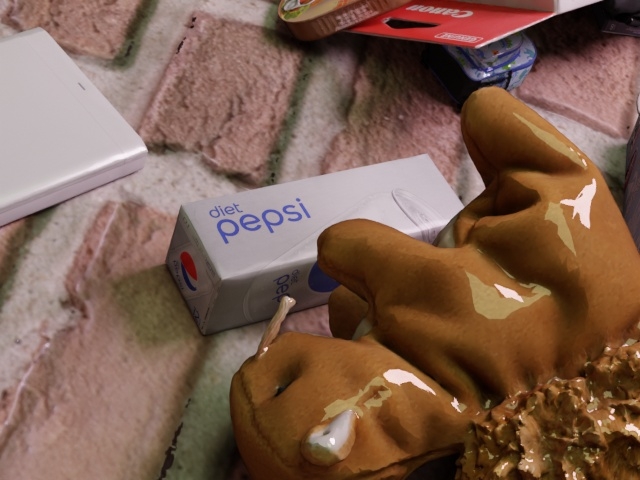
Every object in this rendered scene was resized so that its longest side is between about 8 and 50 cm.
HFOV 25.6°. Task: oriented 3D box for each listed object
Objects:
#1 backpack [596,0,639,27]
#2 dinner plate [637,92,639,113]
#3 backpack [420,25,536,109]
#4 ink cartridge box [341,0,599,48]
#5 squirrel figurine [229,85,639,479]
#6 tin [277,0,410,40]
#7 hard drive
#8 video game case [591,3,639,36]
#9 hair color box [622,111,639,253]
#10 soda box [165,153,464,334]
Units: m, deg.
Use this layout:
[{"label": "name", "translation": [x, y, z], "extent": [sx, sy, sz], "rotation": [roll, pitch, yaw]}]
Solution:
[{"label": "backpack", "translation": [0.326, -0.454, 1.781], "extent": [0.355, 0.273, 0.290], "rotation": [32, 29, 33]}, {"label": "dinner plate", "translation": [0.458, -0.152, 1.734], "extent": [0.141, 0.017, 0.141], "rotation": [10, 49, -12]}, {"label": "backpack", "translation": [0.193, -0.221, 1.654], "extent": [0.114, 0.084, 0.105], "rotation": [-18, 58, -31]}, {"label": "ink cartridge box", "translation": [0.165, -0.297, 1.616], "extent": [0.261, 0.066, 0.296], "rotation": [-24, 26, -34]}, {"label": "squirrel figurine", "translation": [0.131, 0.136, 1.197], "extent": [0.397, 0.281, 0.370], "rotation": [41, 56, 21]}, {"label": "tin", "translation": [0.041, -0.288, 1.618], "extent": [0.189, 0.040, 0.106], "rotation": [-18, 34, 21]}, {"label": "hard drive", "translation": [-0.353, -0.096, 1.383], "extent": [0.307, 0.040, 0.203], "rotation": [-26, 62, -36]}, {"label": "video game case", "translation": [0.482, -0.335, 1.899], "extent": [0.274, 0.026, 0.196], "rotation": [6, 48, -16]}, {"label": "hair color box", "translation": [0.425, -0.005, 1.508], "extent": [0.185, 0.113, 0.374], "rotation": [12, 46, 3]}, {"label": "soda box", "translation": [0.000, 0.000, 1.385], "extent": [0.286, 0.091, 0.098], "rotation": [-13, 56, -28]}]
